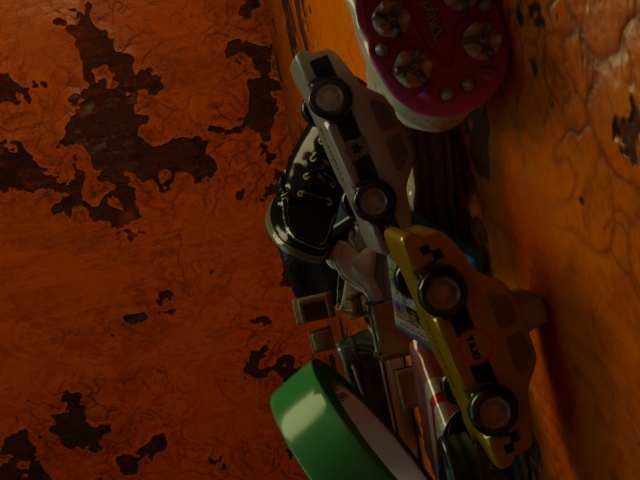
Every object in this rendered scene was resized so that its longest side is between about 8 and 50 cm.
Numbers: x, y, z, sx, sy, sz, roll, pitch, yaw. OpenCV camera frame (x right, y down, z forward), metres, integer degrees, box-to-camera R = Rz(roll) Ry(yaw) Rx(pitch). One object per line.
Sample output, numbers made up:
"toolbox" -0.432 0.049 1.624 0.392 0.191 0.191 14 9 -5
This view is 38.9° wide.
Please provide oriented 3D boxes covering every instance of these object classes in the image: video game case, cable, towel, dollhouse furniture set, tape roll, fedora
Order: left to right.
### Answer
"fedora" 0.000 0.000 1.621 0.334 0.153 0.333 168 90 -86
"dollhouse furniture set" 0.055 0.157 1.303 0.101 0.161 0.181 142 116 -85
"tape roll" 0.066 0.301 1.192 0.321 0.077 0.321 49 -177 -3
"towel" 0.085 -0.111 0.907 0.187 0.049 0.282 -113 11 -62
"video game case" 0.111 0.051 0.875 0.119 0.015 0.166 33 146 39
"towel" 0.168 0.295 0.991 0.237 0.037 0.329 76 177 -46
"cable" 0.136 0.266 0.763 0.139 0.072 0.287 -91 -3 -67

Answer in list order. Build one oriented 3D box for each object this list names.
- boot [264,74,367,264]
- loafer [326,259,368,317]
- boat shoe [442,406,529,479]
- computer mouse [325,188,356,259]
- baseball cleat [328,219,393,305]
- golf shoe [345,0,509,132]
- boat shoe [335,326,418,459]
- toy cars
"boot" 0.005 -0.095 1.132 0.236 0.085 0.178 -88 23 -58
"loafer" 0.047 0.005 1.421 0.102 0.092 0.268 -118 16 -74
"boat shoe" 0.146 0.181 0.826 0.066 0.066 0.183 -114 11 -65
"computer mouse" 0.005 -0.062 1.310 0.272 0.072 0.188 -52 50 55
"baseball cleat" 0.057 -0.021 1.113 0.072 0.110 0.205 75 -178 -65
"golf shoe" 0.048 -0.221 0.679 0.140 0.115 0.306 83 175 -80
"boat shoe" 0.089 0.290 1.527 0.121 0.119 0.335 -114 12 -68
"toy cars" 0.083 -0.012 0.736 0.176 0.087 0.393 72 173 -55
